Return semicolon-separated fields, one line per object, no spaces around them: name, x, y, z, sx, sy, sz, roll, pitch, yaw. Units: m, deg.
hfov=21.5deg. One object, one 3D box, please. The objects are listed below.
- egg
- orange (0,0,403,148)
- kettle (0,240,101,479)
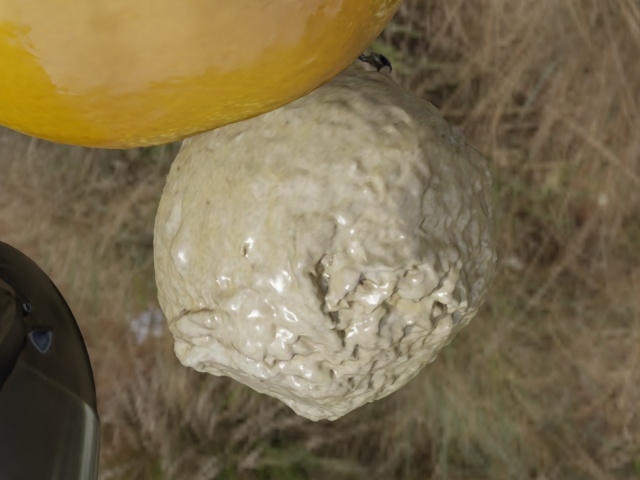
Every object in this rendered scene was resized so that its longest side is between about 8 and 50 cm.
egg;0.000;0.000;1.269;0.279;0.279;0.310;18;166;-9
orange;-0.045;-0.095;0.352;0.159;0.136;0.159;0;102;0
kettle;-0.178;0.110;0.546;0.207;0.271;0.251;20;164;24
